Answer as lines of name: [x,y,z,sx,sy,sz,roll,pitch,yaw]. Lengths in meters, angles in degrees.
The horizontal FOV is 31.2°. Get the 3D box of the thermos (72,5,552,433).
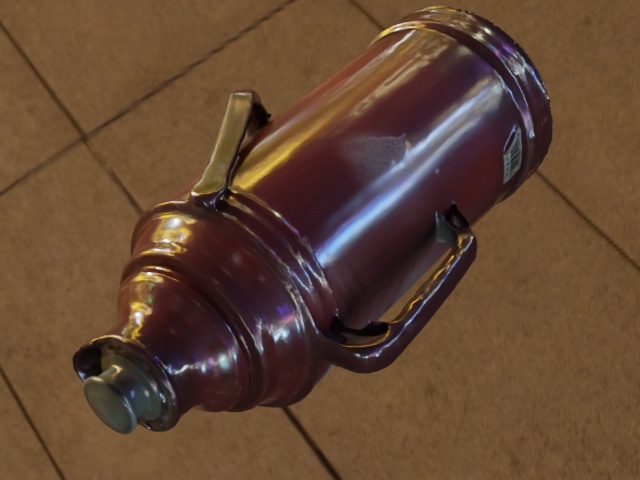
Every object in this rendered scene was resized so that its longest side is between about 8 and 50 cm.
thermos: [0.000,-0.003,0.448,0.124,0.099,0.232,19,42,30]
